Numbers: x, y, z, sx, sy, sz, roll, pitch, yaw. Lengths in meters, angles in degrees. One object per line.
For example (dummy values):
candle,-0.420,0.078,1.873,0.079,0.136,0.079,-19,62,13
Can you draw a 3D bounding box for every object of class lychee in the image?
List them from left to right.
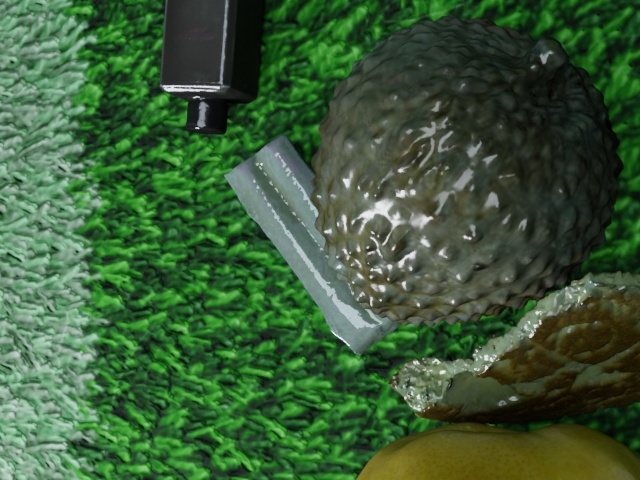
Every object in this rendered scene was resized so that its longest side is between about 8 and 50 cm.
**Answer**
lychee,0.117,-0.056,0.842,0.255,0.255,0.274,41,130,16

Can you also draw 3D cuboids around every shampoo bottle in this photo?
shampoo bottle,-0.106,-0.229,0.999,0.080,0.079,0.246,3,89,19

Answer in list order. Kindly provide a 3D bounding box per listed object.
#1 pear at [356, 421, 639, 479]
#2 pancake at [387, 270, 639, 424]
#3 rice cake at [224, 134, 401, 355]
pear,0.144,0.292,0.787,0.315,0.314,0.314,-1,87,18
pancake,0.236,0.075,0.828,0.377,0.197,0.054,-17,52,8
rice cake,0.000,0.000,0.975,0.085,0.040,0.226,-41,76,13
